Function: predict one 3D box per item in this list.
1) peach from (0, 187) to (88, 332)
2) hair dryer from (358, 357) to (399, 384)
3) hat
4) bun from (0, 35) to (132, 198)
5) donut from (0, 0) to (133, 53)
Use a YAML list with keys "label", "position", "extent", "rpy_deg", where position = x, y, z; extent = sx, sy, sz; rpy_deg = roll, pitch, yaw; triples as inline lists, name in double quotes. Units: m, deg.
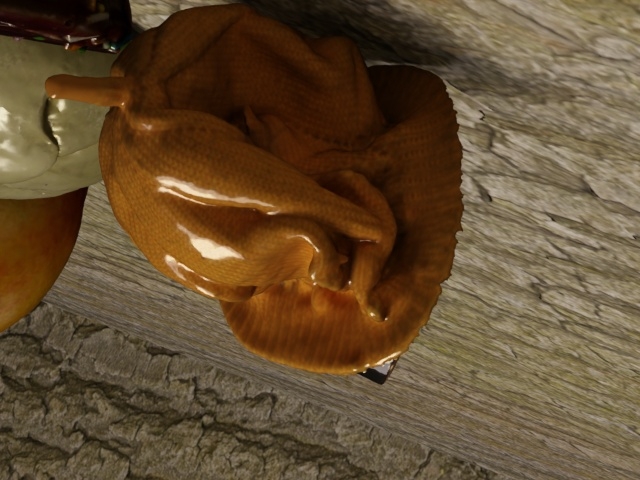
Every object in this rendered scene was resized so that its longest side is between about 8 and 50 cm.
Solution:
- label: "peach"
  position: [-0.374, -0.047, 1.776]
  extent: [0.332, 0.308, 0.308]
  rpy_deg: [-6, 173, -8]
- label: "hair dryer"
  position: [0.017, 0.029, 1.858]
  extent: [0.189, 0.107, 0.352]
  rpy_deg: [26, 162, 2]
- label: "hat"
  position: [-0.072, -0.048, 1.162]
  extent: [0.233, 0.244, 0.233]
  rpy_deg: [23, 130, -37]
- label: "bun"
  position: [-0.252, -0.117, 1.486]
  extent: [0.259, 0.160, 0.259]
  rpy_deg: [21, 168, 4]
- label: "donut"
  position: [-0.227, -0.175, 1.189]
  extent: [0.235, 0.089, 0.235]
  rpy_deg: [9, -177, -1]
